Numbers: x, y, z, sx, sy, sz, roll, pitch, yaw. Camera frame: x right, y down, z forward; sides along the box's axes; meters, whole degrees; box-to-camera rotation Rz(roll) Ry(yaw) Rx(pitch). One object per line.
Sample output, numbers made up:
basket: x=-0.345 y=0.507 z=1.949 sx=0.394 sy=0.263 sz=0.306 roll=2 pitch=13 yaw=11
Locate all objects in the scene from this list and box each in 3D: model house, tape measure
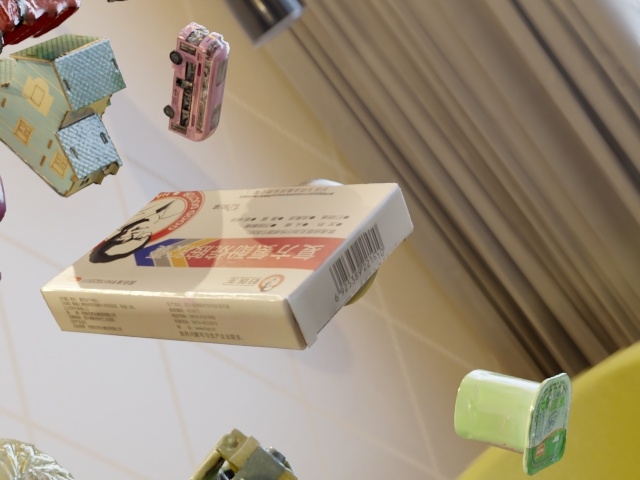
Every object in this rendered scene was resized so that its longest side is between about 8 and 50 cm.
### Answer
model house: x=-0.405 y=-0.230 z=1.663 sx=0.178 sy=0.271 sz=0.206 roll=-36 pitch=-15 yaw=-49
tape measure: x=-0.476 y=-0.393 z=1.514 sx=0.114 sy=0.261 sz=0.253 roll=-25 pitch=10 yaw=23

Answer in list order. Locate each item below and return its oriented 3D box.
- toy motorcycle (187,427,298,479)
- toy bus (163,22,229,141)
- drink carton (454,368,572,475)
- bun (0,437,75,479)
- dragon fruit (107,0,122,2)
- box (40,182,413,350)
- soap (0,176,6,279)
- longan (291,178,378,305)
toy motorcycle: x=-0.129 y=0.400 z=1.537 sx=0.237 sy=0.168 sz=0.410 roll=-49 pitch=-7 yaw=-13
toy bus: x=-0.205 y=-0.258 z=1.758 sx=0.063 sy=0.090 sz=0.203 roll=-52 pitch=-18 yaw=-45
drink carton: x=0.292 y=0.263 z=1.627 sx=0.142 sy=0.144 sz=0.146 roll=12 pitch=9 yaw=36
bun: x=-0.405 y=0.381 z=1.388 sx=0.153 sy=0.244 sz=0.244 roll=-42 pitch=0 yaw=45
dragon fruit: x=-0.266 y=-0.370 z=1.341 sx=0.121 sy=0.130 sz=0.142 roll=-44 pitch=34 yaw=-18
box: x=-0.104 y=0.021 z=1.117 sx=0.353 sy=0.069 sz=0.214 roll=-2 pitch=31 yaw=39
soap: x=-0.319 y=0.031 z=0.750 sx=0.127 sy=0.220 sz=0.325 roll=8 pitch=-37 yaw=-33
longan: x=0.000 y=0.000 z=1.677 sx=0.196 sy=0.196 sz=0.220 roll=-35 pitch=41 yaw=29
